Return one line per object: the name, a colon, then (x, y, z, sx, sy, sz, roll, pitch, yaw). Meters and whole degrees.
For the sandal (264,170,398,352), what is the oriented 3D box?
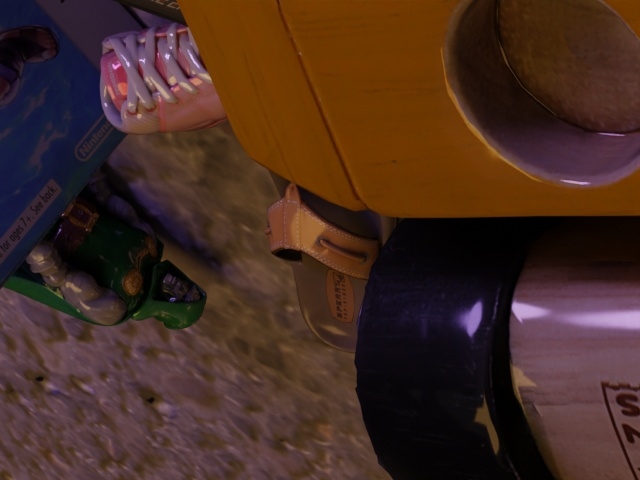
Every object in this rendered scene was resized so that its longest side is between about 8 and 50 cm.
sandal: (0.000, 0.000, 0.810, 0.072, 0.049, 0.180, 18, 140, 25)

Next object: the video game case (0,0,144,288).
video game case: (-0.224, -0.071, 0.717, 0.244, 0.269, 0.061, 47, 146, -19)

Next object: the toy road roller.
toy road roller: (0.111, -0.086, 0.429, 0.202, 0.240, 0.330, 0, 125, 41)

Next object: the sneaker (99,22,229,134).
sneaker: (-0.055, -0.078, 0.731, 0.134, 0.070, 0.051, -24, 76, 57)

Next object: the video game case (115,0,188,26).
video game case: (-0.036, -0.151, 0.546, 0.196, 0.026, 0.274, 15, 157, -37)

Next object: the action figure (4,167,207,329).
action figure: (-0.160, -0.022, 0.892, 0.232, 0.137, 0.063, 35, 137, -16)
